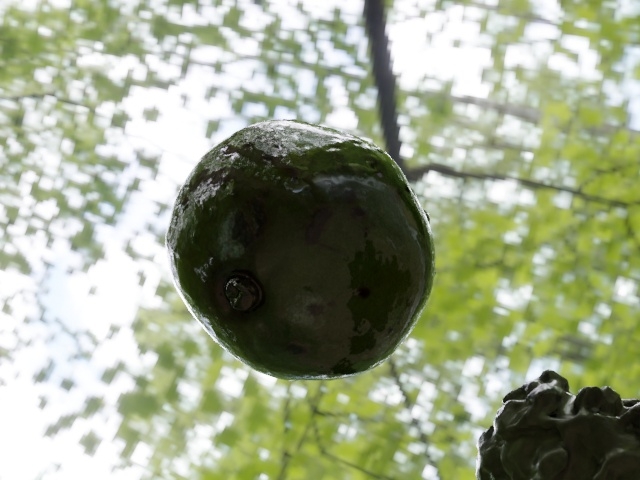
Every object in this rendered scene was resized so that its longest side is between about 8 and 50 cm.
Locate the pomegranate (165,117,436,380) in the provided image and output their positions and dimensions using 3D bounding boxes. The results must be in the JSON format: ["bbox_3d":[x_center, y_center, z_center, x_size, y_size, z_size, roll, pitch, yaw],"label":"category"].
[{"bbox_3d":[0.000,0.000,1.146,0.248,0.202,0.202,-30,-57,-58],"label":"pomegranate"}]

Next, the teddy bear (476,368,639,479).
[{"bbox_3d":[0.338,0.123,1.031,0.357,0.224,0.367,-42,-27,23],"label":"teddy bear"}]
